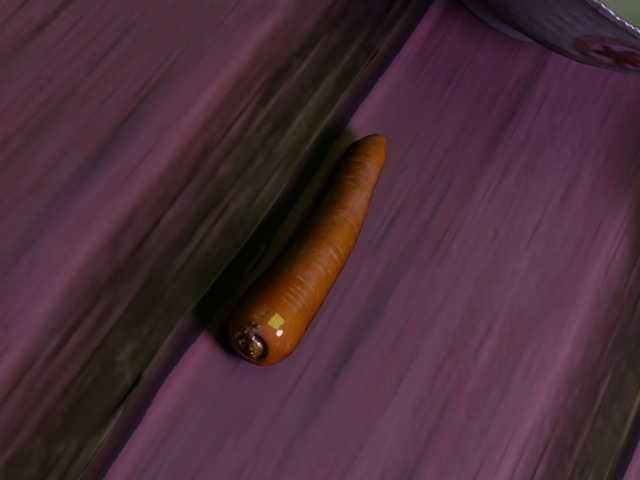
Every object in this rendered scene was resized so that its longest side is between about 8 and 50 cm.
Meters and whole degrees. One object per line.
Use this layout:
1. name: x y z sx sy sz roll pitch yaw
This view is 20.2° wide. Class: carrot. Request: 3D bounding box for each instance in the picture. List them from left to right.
1. carrot: 0.000 0.000 0.936 0.037 0.037 0.190 44 40 -10

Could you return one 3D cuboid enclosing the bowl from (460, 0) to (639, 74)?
1. bowl: 0.161 -0.222 1.118 0.337 0.157 0.337 16 58 -28
